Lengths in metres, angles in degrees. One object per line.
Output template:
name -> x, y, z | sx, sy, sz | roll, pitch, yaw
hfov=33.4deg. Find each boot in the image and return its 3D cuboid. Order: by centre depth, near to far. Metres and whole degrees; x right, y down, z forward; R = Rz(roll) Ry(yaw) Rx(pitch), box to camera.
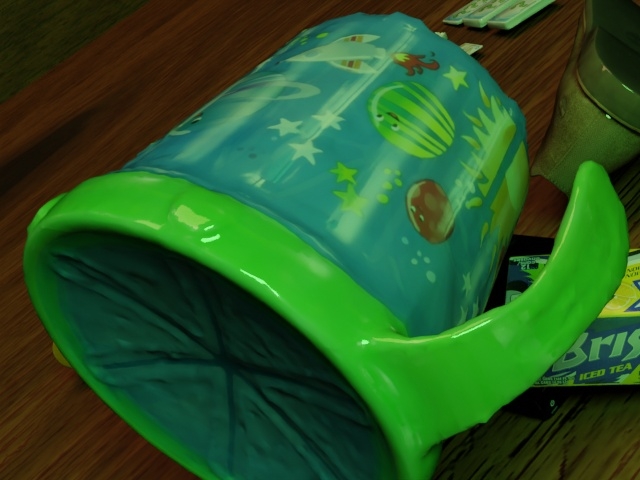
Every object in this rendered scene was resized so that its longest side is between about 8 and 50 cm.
boot -> 0.231, -0.125, 0.869 | 0.115, 0.112, 0.305 | -57, -5, 32

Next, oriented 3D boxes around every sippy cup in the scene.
sippy cup -> 0.000, 0.000, 0.585 | 0.305, 0.240, 0.224 | 27, 56, 16

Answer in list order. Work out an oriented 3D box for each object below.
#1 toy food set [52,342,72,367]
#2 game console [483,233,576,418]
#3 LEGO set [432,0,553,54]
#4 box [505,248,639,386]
toy food set -> -0.158, 0.024, 1.012 | 0.232, 0.111, 0.104 | -41, -6, -1
game console -> 0.034, 0.115, 0.688 | 0.361, 0.044, 0.213 | -43, 28, -26
LEGO set -> 0.134, -0.246, 1.255 | 0.244, 0.060, 0.182 | -33, 21, -7
box -> 0.189, 0.041, 0.589 | 0.169, 0.059, 0.054 | -4, 39, 18
